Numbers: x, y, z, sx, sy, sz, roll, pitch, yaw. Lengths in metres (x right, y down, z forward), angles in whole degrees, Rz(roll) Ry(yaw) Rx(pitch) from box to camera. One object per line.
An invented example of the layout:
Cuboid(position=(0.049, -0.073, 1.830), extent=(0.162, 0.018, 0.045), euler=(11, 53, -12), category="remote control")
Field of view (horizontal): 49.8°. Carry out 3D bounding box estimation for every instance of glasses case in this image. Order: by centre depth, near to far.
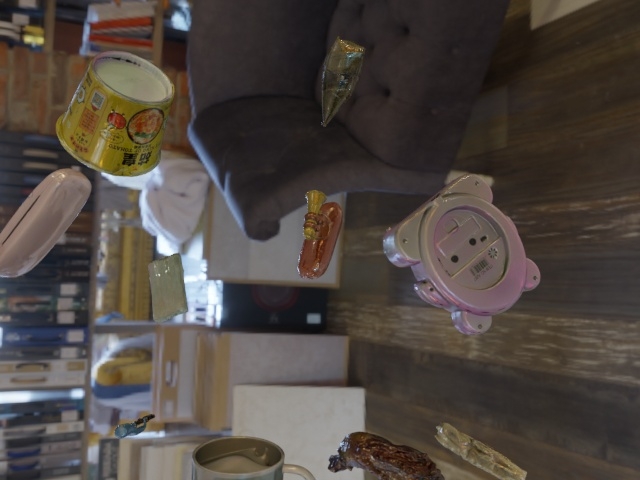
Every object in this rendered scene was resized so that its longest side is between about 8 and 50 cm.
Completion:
Cuboid(position=(-0.626, -0.037, 1.539), extent=(0.075, 0.113, 0.297), euler=(43, 99, 21), category="glasses case")

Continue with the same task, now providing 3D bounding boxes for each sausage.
Cuboid(position=(0.000, 0.000, 1.557), extent=(0.077, 0.077, 0.194), euler=(-28, 39, 60), category="sausage")

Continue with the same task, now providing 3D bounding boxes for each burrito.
Cuboid(position=(0.295, 0.398, 1.282), extent=(0.185, 0.041, 0.045), euler=(24, 87, 28), category="burrito")

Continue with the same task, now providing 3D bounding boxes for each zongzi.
Cuboid(position=(0.052, -0.451, 1.969), extent=(0.221, 0.112, 0.242), euler=(-82, 8, -74), category="zongzi")

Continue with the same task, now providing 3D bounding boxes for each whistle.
Cuboid(position=(-0.010, -0.044, 1.428), extent=(0.046, 0.057, 0.109), euler=(-16, 56, 34), category="whistle")

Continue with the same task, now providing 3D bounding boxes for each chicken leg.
Cuboid(position=(0.131, 0.493, 1.515), extent=(0.323, 0.083, 0.177), euler=(8, 134, 35), category="chicken leg")

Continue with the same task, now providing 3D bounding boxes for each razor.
Cuboid(position=(-0.495, 0.495, 1.818), extent=(0.253, 0.082, 0.042), euler=(100, 147, -78), category="razor")

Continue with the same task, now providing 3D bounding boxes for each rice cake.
Cuboid(position=(-0.488, 0.146, 2.203), extent=(0.038, 0.124, 0.211), euler=(55, -165, -63), category="rice cake")

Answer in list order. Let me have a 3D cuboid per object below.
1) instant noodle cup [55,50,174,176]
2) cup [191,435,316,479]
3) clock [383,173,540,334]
Cuboid(position=(-0.590, -0.386, 2.048), extent=(0.254, 0.326, 0.325), euler=(-55, 40, 34), category="instant noodle cup")
Cuboid(position=(-0.182, 0.724, 1.907), extent=(0.259, 0.357, 0.274), euler=(-46, -40, -82), category="cup")
Cuboid(position=(0.262, 0.027, 1.245), extent=(0.248, 0.227, 0.090), euler=(53, 163, -1), category="clock")
